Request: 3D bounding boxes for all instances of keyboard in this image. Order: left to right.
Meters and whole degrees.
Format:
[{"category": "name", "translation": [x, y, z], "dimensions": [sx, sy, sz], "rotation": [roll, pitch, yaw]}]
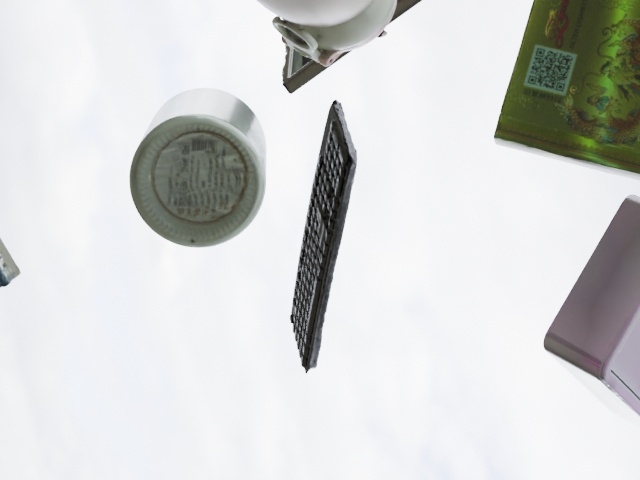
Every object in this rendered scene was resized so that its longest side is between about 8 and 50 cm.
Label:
[{"category": "keyboard", "translation": [0.000, 0.000, 1.476], "dimensions": [0.087, 0.017, 0.250], "rotation": [-107, -160, -46]}]

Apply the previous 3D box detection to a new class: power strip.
[{"category": "power strip", "translation": [-0.378, 0.033, 1.878], "dimensions": [0.123, 0.032, 0.056], "rotation": [-21, -75, 47]}]

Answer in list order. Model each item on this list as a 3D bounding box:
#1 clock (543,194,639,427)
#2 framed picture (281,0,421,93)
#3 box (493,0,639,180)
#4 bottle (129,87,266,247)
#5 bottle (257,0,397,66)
[{"category": "clock", "translation": [0.270, 0.064, 1.400], "dimensions": [0.063, 0.150, 0.197], "rotation": [27, -7, 34]}, {"category": "framed picture", "translation": [0.039, -0.266, 1.846], "dimensions": [0.018, 0.192, 0.265], "rotation": [47, 19, -22]}, {"category": "box", "translation": [0.311, -0.233, 1.853], "dimensions": [0.043, 0.173, 0.311], "rotation": [40, 65, -77]}, {"category": "bottle", "translation": [-0.094, -0.066, 1.380], "dimensions": [0.245, 0.104, 0.104], "rotation": [-98, 170, -79]}, {"category": "bottle", "translation": [0.003, -0.253, 1.575], "dimensions": [0.147, 0.147, 0.236], "rotation": [61, 4, 23]}]
